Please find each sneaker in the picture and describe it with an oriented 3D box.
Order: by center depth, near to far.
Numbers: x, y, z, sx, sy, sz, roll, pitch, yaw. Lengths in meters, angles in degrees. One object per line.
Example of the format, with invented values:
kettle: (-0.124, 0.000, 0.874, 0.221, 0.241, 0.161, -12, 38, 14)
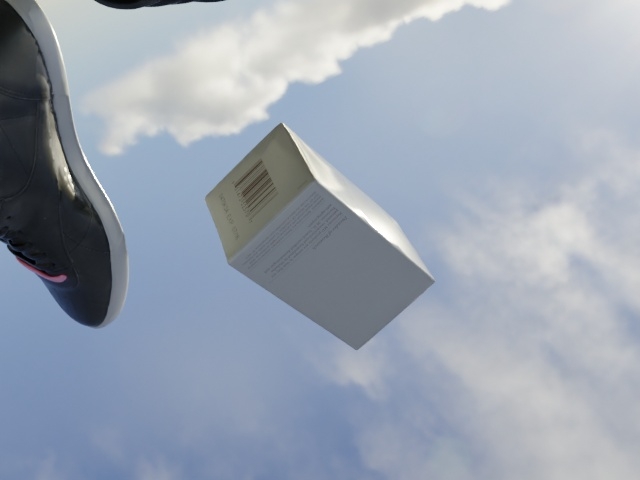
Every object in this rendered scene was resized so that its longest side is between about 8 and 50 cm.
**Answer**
sneaker: (-0.233, -0.019, 0.613, 0.104, 0.296, 0.147, 18, -134, 27)

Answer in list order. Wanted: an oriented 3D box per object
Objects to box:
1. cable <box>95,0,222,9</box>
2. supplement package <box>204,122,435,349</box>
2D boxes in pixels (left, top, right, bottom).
cable: (-0.029, -0.150, 0.404, 0.184, 0.047, 0.150, -13, -176, 13)
supplement package: (0.000, 0.000, 0.789, 0.105, 0.179, 0.105, -43, -142, 12)
